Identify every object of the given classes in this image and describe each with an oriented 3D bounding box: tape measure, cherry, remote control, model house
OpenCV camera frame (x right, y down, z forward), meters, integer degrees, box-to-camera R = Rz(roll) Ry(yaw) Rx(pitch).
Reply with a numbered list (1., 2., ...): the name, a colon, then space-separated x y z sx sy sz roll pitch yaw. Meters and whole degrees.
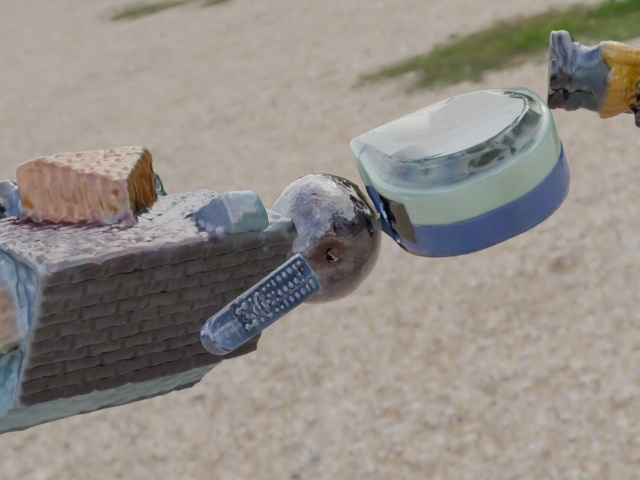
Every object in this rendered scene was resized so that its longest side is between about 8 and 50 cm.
1. tape measure: 0.188 -0.094 2.138 0.259 0.138 0.262 -24 22 -1
2. cherry: 0.000 0.002 2.346 0.195 0.195 0.195 -17 14 4
3. remote control: -0.059 0.063 1.569 0.152 0.043 0.027 -34 -4 -41
4. model house: -0.243 0.022 1.811 0.360 0.297 0.339 -9 -12 -34

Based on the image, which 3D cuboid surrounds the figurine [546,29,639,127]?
1. figurine: 0.495 -0.220 2.357 0.332 0.204 0.185 -11 -27 -2
